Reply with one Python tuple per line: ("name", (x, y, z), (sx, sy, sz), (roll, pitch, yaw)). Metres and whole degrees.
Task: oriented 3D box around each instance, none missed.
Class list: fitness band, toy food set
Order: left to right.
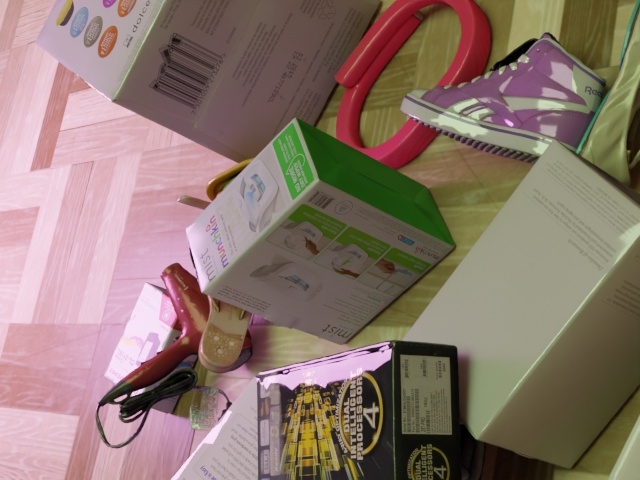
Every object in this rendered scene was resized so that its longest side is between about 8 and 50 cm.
("toy food set", (-0.108, -0.053, 1.764), (0.218, 0.128, 0.071), (-25, 56, 40))
("fitness band", (0.124, -0.233, 1.661), (0.291, 0.054, 0.209), (-52, 45, 18))

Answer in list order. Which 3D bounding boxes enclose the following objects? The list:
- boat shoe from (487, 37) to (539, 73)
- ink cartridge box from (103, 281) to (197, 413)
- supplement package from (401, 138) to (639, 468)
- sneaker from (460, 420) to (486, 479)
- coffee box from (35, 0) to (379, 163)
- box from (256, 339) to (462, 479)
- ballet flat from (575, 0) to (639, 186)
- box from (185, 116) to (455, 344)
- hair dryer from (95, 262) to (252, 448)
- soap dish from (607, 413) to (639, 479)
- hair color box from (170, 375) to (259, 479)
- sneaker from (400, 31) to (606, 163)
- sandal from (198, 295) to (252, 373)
("boat shoe", (0.245, -0.222, 1.528), (0.142, 0.040, 0.049), (-35, 50, 31))
("ink cartridge box", (-0.262, 0.173, 1.866), (0.127, 0.072, 0.175), (25, 90, 49))
("supplement package", (0.263, 0.074, 1.266), (0.293, 0.177, 0.175), (-54, 42, 13))
("sneaker", (0.101, 0.274, 1.385), (0.268, 0.101, 0.153), (-55, 27, 8))
("coffee box", (-0.183, -0.347, 1.820), (0.334, 0.338, 0.337), (37, 100, 49))
("box", (0.037, 0.324, 1.275), (0.318, 0.097, 0.395), (-23, 65, 60))
("ballet flat", (0.377, -0.177, 1.350), (0.086, 0.086, 0.248), (22, 90, 50))
("box", (0.000, 0.000, 1.521), (0.231, 0.262, 0.127), (-44, 45, 26))
("hair dryer", (-0.214, 0.167, 1.727), (0.080, 0.223, 0.293), (105, 169, -63))
("soap dish", (0.391, 0.251, 1.091), (0.229, 0.118, 0.291), (27, 93, 50))
("hair color box", (-0.117, 0.368, 1.523), (0.339, 0.110, 0.185), (-49, 40, -10))
("sneaker", (0.238, -0.191, 1.477), (0.282, 0.102, 0.161), (20, 92, 38))
("sandal", (-0.128, 0.077, 1.701), (0.079, 0.088, 0.240), (117, 164, -47))
